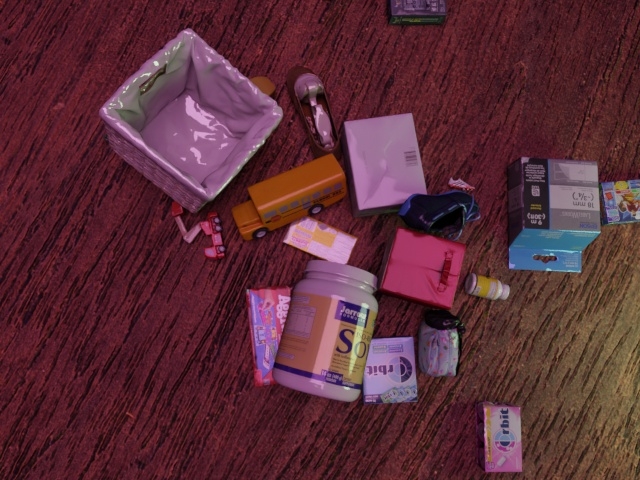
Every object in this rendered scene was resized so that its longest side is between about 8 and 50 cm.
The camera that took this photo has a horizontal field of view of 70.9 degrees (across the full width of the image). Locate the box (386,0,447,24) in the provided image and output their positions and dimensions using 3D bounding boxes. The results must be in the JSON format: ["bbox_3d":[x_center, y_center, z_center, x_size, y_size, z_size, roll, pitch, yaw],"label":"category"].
[{"bbox_3d":[0.310,-0.828,1.473,0.184,0.059,0.232,-2,83,-4],"label":"box"}]

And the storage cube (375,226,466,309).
[{"bbox_3d":[0.275,0.082,1.276,0.193,0.215,0.183,15,82,5],"label":"storage cube"}]

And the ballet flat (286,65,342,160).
[{"bbox_3d":[-0.016,-0.398,1.362,0.116,0.124,0.341,-15,83,-6],"label":"ballet flat"}]

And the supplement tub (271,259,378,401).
[{"bbox_3d":[0.021,0.240,1.213,0.241,0.241,0.330,15,76,-2],"label":"supplement tub"}]

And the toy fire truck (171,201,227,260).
[{"bbox_3d":[-0.358,-0.029,1.331,0.136,0.047,0.191,-10,84,-4],"label":"toy fire truck"}]

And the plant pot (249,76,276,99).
[{"bbox_3d":[-0.184,-0.454,1.384,0.083,0.081,0.081,-37,86,-18],"label":"plant pot"}]

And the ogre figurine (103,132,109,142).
[{"bbox_3d":[-0.541,-0.334,1.341,0.197,0.096,0.118,-30,67,-22],"label":"ogre figurine"}]

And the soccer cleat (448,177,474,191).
[{"bbox_3d":[0.443,-0.176,1.410,0.084,0.029,0.035,9,86,2],"label":"soccer cleat"}]

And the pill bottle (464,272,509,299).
[{"bbox_3d":[0.501,0.142,1.353,0.117,0.065,0.065,15,82,-2],"label":"pill bottle"}]

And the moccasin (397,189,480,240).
[{"bbox_3d":[0.352,-0.058,1.272,0.342,0.137,0.117,-10,47,-40],"label":"moccasin"}]

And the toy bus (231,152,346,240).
[{"bbox_3d":[-0.094,-0.124,1.304,0.333,0.130,0.108,-23,63,-6],"label":"toy bus"}]

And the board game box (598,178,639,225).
[{"bbox_3d":[0.990,-0.124,1.434,0.202,0.035,0.136,-4,83,-4],"label":"board game box"}]

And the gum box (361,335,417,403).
[{"bbox_3d":[0.197,0.376,1.314,0.157,0.041,0.184,-2,83,-4],"label":"gum box"}]

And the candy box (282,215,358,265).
[{"bbox_3d":[0.000,0.000,1.359,0.206,0.027,0.105,24,82,0],"label":"candy box"}]

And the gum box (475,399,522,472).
[{"bbox_3d":[0.513,0.560,1.299,0.107,0.062,0.188,2,82,-4],"label":"gum box"}]

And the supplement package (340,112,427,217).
[{"bbox_3d":[0.182,-0.218,1.340,0.204,0.145,0.261,-8,84,-4],"label":"supplement package"}]

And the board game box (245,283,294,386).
[{"bbox_3d":[-0.133,0.274,1.315,0.145,0.027,0.280,-7,83,-6],"label":"board game box"}]

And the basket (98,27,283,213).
[{"bbox_3d":[-0.341,-0.295,1.206,0.331,0.266,0.328,39,70,-12],"label":"basket"}]

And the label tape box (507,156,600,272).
[{"bbox_3d":[0.710,-0.076,1.375,0.241,0.106,0.333,3,82,-3],"label":"label tape box"}]

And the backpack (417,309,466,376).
[{"bbox_3d":[0.343,0.299,1.294,0.115,0.152,0.181,2,95,2],"label":"backpack"}]
